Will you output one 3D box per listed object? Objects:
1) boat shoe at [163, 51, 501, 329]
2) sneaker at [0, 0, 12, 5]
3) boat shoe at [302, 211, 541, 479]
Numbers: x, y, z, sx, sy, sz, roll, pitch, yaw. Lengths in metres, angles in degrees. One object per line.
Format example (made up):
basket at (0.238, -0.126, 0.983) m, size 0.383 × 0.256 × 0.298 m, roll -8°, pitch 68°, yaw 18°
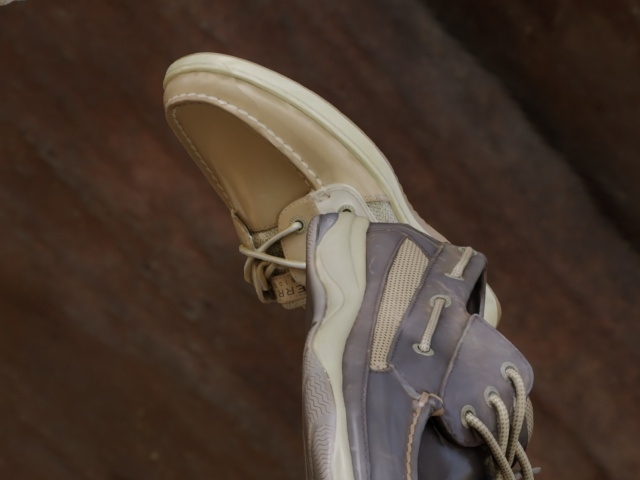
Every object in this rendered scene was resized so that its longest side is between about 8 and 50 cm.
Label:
boat shoe at (0.000, 0.000, 1.286) m, size 0.109 × 0.098 × 0.302 m, roll -11°, pitch -49°, yaw 49°
sneaker at (-0.280, -0.215, 1.337) m, size 0.190 × 0.083 × 0.071 m, roll 22°, pitch -64°, yaw 3°
boat shoe at (0.056, 0.092, 1.066) m, size 0.130 × 0.355 × 0.132 m, roll -2°, pitch -55°, yaw 1°
